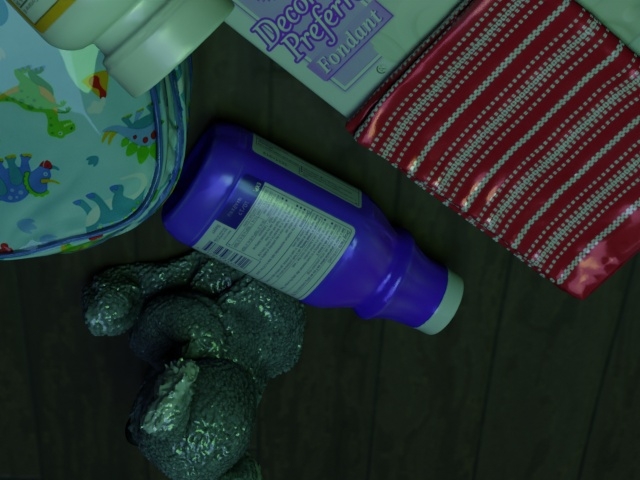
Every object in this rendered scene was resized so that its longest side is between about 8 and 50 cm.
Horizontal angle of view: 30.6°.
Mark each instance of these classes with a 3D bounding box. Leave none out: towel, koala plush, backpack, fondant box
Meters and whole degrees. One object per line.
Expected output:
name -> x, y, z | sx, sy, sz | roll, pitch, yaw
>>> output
towel -> 0.184, -0.078, 0.947 | 0.275, 0.031, 0.199 | 34, 117, -23
koala plush -> -0.111, 0.135, 1.086 | 0.203, 0.221, 0.196 | -18, 123, 11
backpack -> -0.232, -0.161, 0.881 | 0.290, 0.273, 0.355 | -15, 136, -5
fondant box -> 0.098, -0.195, 0.937 | 0.330, 0.096, 0.238 | 36, 117, -22

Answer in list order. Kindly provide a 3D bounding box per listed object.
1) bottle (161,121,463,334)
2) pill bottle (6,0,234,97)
bottle -> 0.000, 0.000, 1.073 | 0.283, 0.092, 0.118 | 26, 124, -19
pill bottle -> -0.153, -0.190, 0.703 | 0.118, 0.117, 0.208 | -37, 106, 22
